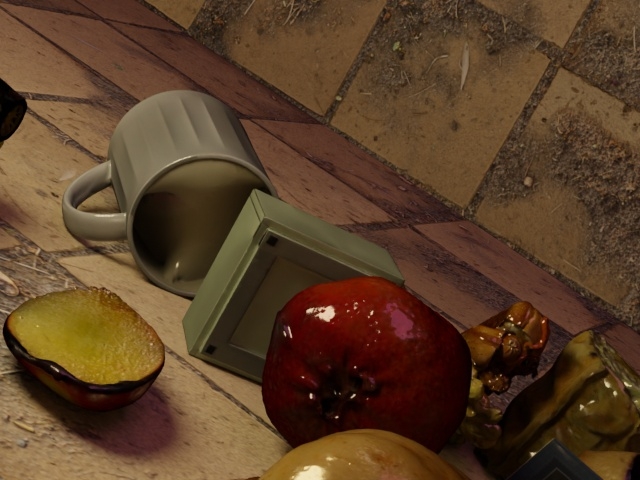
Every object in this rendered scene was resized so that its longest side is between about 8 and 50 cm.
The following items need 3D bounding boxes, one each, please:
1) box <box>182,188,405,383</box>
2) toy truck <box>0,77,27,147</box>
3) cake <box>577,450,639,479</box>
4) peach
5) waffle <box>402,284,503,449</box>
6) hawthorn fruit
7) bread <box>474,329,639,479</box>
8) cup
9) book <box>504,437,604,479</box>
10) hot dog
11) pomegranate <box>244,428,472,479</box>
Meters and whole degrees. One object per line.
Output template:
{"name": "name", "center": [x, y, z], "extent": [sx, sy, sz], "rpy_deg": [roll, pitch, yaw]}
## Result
{"name": "box", "center": [-0.039, 0.087, 1.874], "extent": [0.225, 0.225, 0.117], "rpy_deg": [24, 15, -19]}
{"name": "toy truck", "center": [-0.539, -0.157, 1.697], "extent": [0.180, 0.254, 0.405], "rpy_deg": [35, 1, 8]}
{"name": "cake", "center": [0.367, 0.389, 1.815], "extent": [0.185, 0.178, 0.208], "rpy_deg": [29, 48, -54]}
{"name": "peach", "center": [-0.278, 0.130, 1.578], "extent": [0.189, 0.068, 0.279], "rpy_deg": [21, 17, -5]}
{"name": "waffle", "center": [0.153, 0.185, 2.006], "extent": [0.312, 0.060, 0.307], "rpy_deg": [53, -16, 8]}
{"name": "hawthorn fruit", "center": [0.067, 0.177, 1.720], "extent": [0.265, 0.265, 0.307], "rpy_deg": [33, 8, 12]}
{"name": "bread", "center": [0.388, 0.287, 2.017], "extent": [0.238, 0.252, 0.196], "rpy_deg": [42, 13, 23]}
{"name": "cup", "center": [-0.244, -0.079, 2.100], "extent": [0.322, 0.237, 0.327], "rpy_deg": [-6, 26, -13]}
{"name": "book", "center": [0.319, 0.389, 1.675], "extent": [0.269, 0.191, 0.025], "rpy_deg": [41, -18, 37]}
{"name": "hot dog", "center": [0.264, 0.185, 2.090], "extent": [0.117, 0.158, 0.349], "rpy_deg": [61, -12, 7]}
{"name": "pomegranate", "center": [0.047, 0.318, 1.194], "extent": [0.307, 0.307, 0.307], "rpy_deg": [28, 14, -8]}
